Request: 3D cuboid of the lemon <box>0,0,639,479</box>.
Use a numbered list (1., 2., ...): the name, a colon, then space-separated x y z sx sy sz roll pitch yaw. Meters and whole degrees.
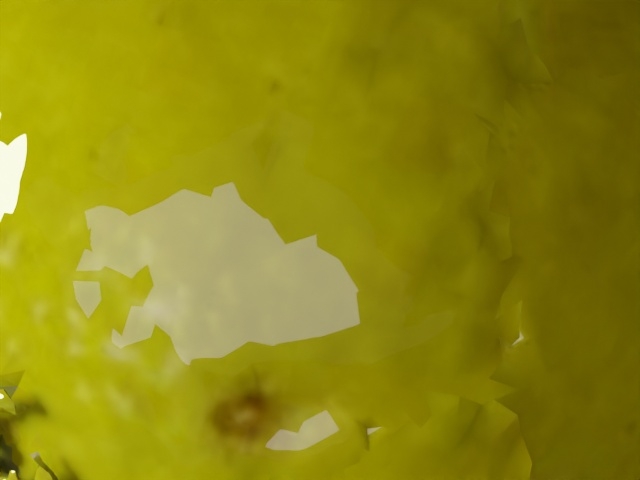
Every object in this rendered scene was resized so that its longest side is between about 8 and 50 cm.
1. lemon: 0.000 0.000 0.537 0.310 0.258 0.258 12 109 20
